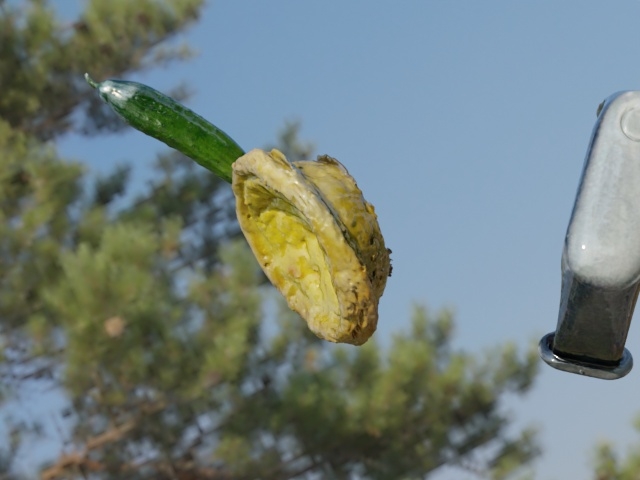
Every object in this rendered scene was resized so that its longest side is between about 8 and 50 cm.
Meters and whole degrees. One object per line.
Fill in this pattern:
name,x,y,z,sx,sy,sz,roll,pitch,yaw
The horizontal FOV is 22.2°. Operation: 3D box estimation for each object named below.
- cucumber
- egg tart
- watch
cucumber,-0.179,-0.140,1.989,0.056,0.250,0.056,-59,4,7
egg tart,0.000,0.000,1.354,0.074,0.191,0.191,-28,-18,-21
watch,0.207,-0.004,1.166,0.068,0.206,0.193,12,-17,9
